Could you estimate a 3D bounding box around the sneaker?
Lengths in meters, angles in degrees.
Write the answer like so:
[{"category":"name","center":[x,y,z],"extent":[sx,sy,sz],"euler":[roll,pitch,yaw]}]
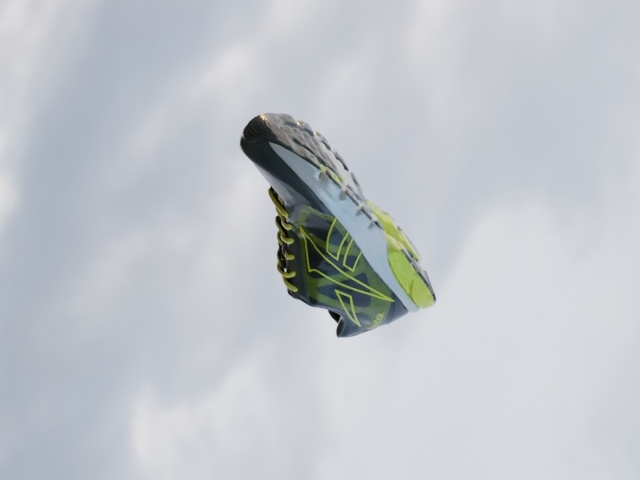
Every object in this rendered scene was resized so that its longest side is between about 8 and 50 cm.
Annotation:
[{"category":"sneaker","center":[0.000,0.000,0.479],"extent":[0.035,0.083,0.031],"euler":[-35,-145,10]}]
